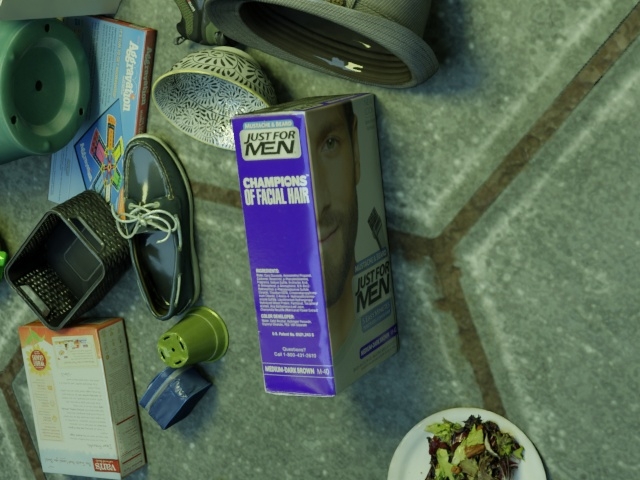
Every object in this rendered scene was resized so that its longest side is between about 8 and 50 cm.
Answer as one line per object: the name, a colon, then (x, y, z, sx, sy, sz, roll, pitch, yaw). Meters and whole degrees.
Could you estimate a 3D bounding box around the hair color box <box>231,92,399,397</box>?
hair color box: (0.000, 0.000, 1.458, 0.110, 0.185, 0.339, -2, 102, 29)

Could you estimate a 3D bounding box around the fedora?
fedora: (0.016, -0.277, 1.379, 0.275, 0.244, 0.124, 18, 82, 12)

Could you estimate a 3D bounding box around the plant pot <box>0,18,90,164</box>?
plant pot: (-0.463, -0.212, 1.608, 0.255, 0.271, 0.272, 9, 107, 27)

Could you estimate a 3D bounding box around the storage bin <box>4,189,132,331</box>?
storage bin: (-0.353, 0.029, 1.701, 0.122, 0.084, 0.180, 48, 129, 3)

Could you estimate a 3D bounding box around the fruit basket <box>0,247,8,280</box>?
fruit basket: (-0.671, -0.018, 1.805, 0.283, 0.392, 0.392, 14, 112, 57)

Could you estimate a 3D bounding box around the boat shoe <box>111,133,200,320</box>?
boat shoe: (-0.228, -0.016, 1.632, 0.095, 0.079, 0.255, -1, 104, 18)

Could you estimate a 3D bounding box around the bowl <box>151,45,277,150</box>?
bowl: (-0.121, -0.193, 1.520, 0.170, 0.170, 0.080, 4, 61, 28)

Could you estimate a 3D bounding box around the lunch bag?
lunch bag: (-0.211, 0.216, 1.697, 0.065, 0.067, 0.098, 46, 121, 12)

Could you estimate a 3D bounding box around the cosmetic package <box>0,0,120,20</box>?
cosmetic package: (-0.363, -0.332, 1.542, 0.099, 0.239, 0.060, 32, 115, 19)

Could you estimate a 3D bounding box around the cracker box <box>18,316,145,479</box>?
cracker box: (-0.355, 0.232, 1.782, 0.155, 0.067, 0.232, -1, 101, 30)

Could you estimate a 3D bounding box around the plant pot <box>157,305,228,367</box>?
plant pot: (-0.183, 0.141, 1.656, 0.083, 0.079, 0.083, 7, 105, 27)

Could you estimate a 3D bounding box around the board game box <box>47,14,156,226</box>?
board game box: (-0.309, -0.172, 1.678, 0.145, 0.027, 0.281, 19, 111, 25)

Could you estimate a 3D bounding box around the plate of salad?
plate of salad: (0.178, 0.307, 1.480, 0.199, 0.048, 0.200, -3, 79, 15)

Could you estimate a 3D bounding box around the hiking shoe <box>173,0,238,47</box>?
hiking shoe: (-0.161, -0.356, 1.514, 0.114, 0.086, 0.227, 4, 105, 25)
